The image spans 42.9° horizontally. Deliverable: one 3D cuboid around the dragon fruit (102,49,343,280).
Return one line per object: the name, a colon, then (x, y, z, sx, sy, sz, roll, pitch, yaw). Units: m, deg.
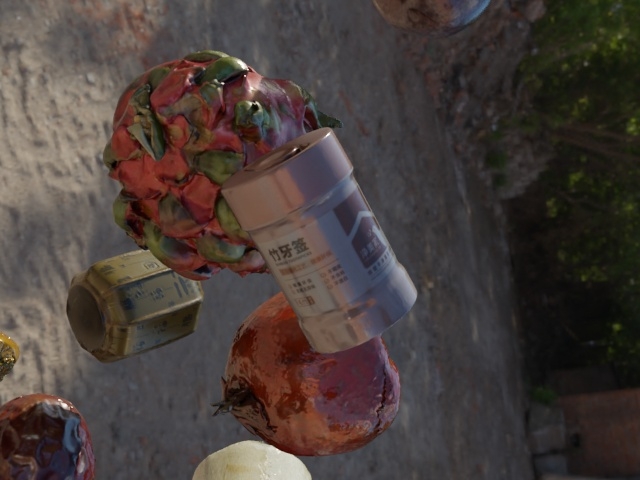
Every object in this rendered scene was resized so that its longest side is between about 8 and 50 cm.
dragon fruit: (-0.107, -0.069, 0.909, 0.302, 0.231, 0.237, 76, 30, -56)

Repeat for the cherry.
cherry: (0.145, -0.334, 1.026, 0.176, 0.176, 0.140, -75, 159, -55)

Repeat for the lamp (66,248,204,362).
lamp: (-0.279, 0.095, 1.232, 0.185, 0.161, 0.161, -14, 94, -47)

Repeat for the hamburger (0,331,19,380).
hamburger: (-0.505, 0.152, 1.162, 0.083, 0.147, 0.138, -64, -172, -11)

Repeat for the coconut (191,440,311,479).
coconut: (-0.125, 0.500, 1.444, 0.265, 0.238, 0.237, -97, 168, -54)

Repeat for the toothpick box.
toothpick box: (0.000, 0.000, 0.635, 0.149, 0.098, 0.098, 61, 21, -15)

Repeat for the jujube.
jujube: (-0.429, 0.372, 1.193, 0.197, 0.197, 0.290, 55, 33, -55)

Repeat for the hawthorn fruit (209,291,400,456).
hawthorn fruit: (-0.036, 0.204, 1.241, 0.308, 0.276, 0.275, -11, 91, -32)
